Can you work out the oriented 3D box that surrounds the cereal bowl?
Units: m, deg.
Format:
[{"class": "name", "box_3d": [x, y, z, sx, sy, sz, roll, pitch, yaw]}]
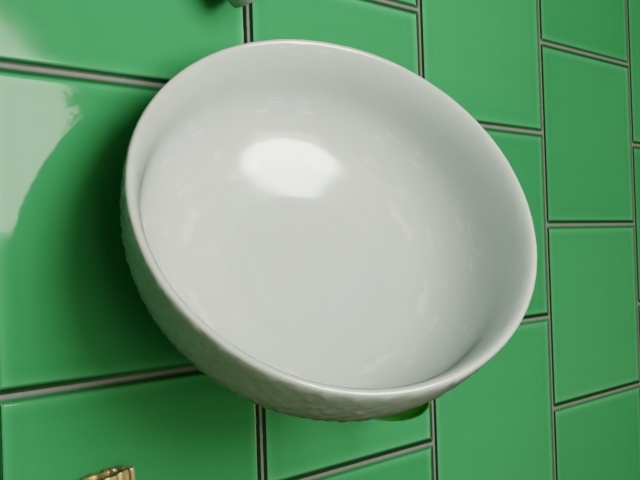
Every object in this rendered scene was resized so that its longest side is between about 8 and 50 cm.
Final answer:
[{"class": "cereal bowl", "box_3d": [0.000, 0.000, 0.688, 0.339, 0.141, 0.339, 9, 56, -14]}]

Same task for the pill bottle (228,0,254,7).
[{"class": "pill bottle", "box_3d": [-0.095, -0.308, 0.678, 0.117, 0.117, 0.208, -52, 121, -30]}]

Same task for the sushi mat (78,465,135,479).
[{"class": "sushi mat", "box_3d": [-0.198, 0.348, 0.625, 0.151, 0.019, 0.317, -6, 93, -43]}]

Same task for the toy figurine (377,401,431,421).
[{"class": "toy figurine", "box_3d": [0.046, 0.069, 0.819, 0.173, 0.130, 0.159, 30, 52, -12]}]
